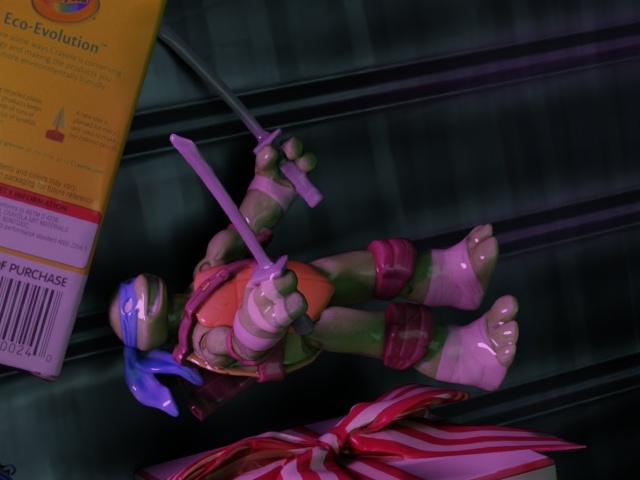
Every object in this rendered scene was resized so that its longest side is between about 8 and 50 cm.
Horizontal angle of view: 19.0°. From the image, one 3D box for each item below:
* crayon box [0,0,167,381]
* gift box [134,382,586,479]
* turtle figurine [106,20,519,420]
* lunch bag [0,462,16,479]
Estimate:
[{"bbox_3d":[-0.228,-0.087,1.258,0.202,0.081,0.318,18,89,-27],"label":"crayon box"},{"bbox_3d":[0.041,0.244,1.326,0.255,0.276,0.258,-14,100,-29],"label":"gift box"},{"bbox_3d":[0.000,0.000,1.289,0.266,0.198,0.274,6,92,-13],"label":"turtle figurine"},{"bbox_3d":[-0.239,0.190,1.293,0.067,0.065,0.098,39,79,-24],"label":"lunch bag"}]
